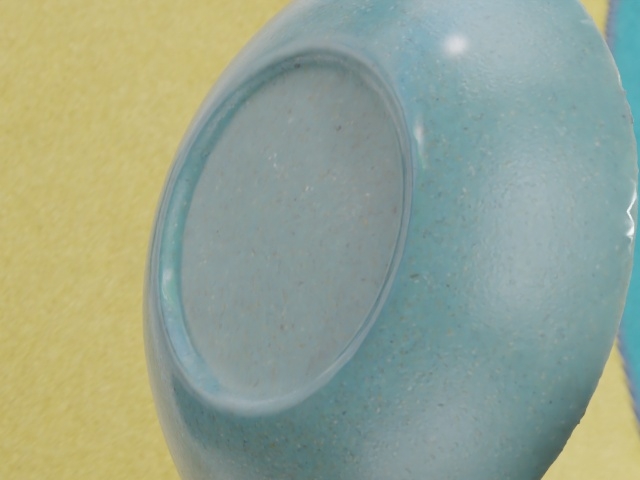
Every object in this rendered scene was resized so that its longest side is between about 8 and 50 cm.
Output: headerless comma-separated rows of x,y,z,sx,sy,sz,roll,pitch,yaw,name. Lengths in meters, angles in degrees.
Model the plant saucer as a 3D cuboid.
0.000,0.000,0.464,0.037,0.195,0.195,18,58,-40,plant saucer
